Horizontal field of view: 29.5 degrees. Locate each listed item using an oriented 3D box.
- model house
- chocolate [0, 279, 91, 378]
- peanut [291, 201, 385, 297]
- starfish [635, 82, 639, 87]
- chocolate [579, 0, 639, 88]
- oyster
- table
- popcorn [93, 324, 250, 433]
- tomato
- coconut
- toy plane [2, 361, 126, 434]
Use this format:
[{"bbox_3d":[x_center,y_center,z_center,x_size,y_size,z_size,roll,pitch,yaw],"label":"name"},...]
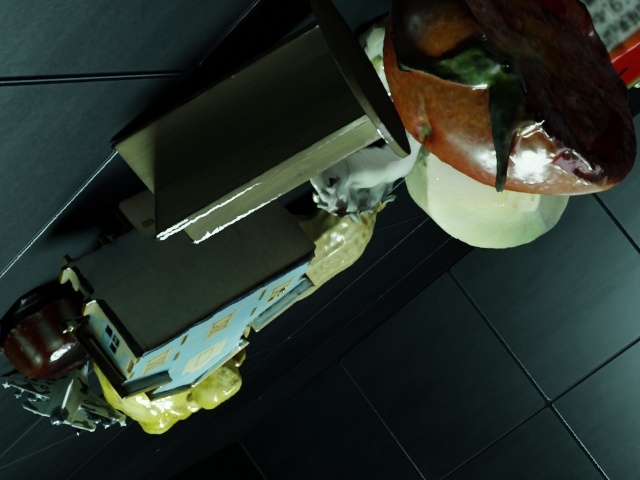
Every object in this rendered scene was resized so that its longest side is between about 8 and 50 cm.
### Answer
[{"bbox_3d":[-0.158,0.059,1.290,0.271,0.178,0.206,-33,163,-32],"label":"model house"},{"bbox_3d":[-0.295,0.109,1.350,0.125,0.080,0.148,-38,171,8],"label":"chocolate"},{"bbox_3d":[0.000,0.000,1.753,0.233,0.110,0.197,-35,170,0],"label":"peanut"},{"bbox_3d":[0.412,-0.236,1.787,0.138,0.050,0.247,-57,-159,27],"label":"starfish"},{"bbox_3d":[0.367,-0.288,1.530,0.360,0.161,0.341,-38,170,8],"label":"chocolate"},{"bbox_3d":[0.076,-0.140,1.401,0.238,0.115,0.351,-49,171,19],"label":"oyster"},{"bbox_3d":[-0.057,-0.094,1.081,0.226,0.167,0.167,-29,171,12],"label":"table"},{"bbox_3d":[-0.194,0.130,1.510,0.190,0.191,0.253,13,140,-29],"label":"popcorn"},{"bbox_3d":[0.170,-0.156,1.216,0.170,0.309,0.309,-28,176,32],"label":"tomato"},{"bbox_3d":[0.259,-0.105,1.826,0.259,0.259,0.259,-35,170,-7],"label":"coconut"},{"bbox_3d":[-0.322,0.198,1.557,0.234,0.160,0.082,-152,-99,-83],"label":"toy plane"}]
